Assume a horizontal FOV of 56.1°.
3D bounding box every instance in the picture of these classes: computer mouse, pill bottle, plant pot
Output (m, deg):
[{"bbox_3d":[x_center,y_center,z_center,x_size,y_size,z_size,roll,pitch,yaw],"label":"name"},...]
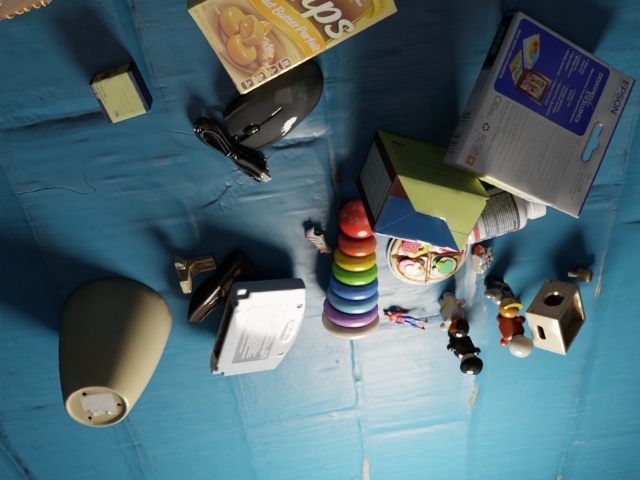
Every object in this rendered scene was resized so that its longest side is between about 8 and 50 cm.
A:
[{"bbox_3d":[-0.100,-0.240,1.172,0.188,0.072,0.272,38,112,-27],"label":"computer mouse"},{"bbox_3d":[0.399,-0.067,1.337,0.180,0.108,0.108,-17,125,5],"label":"pill bottle"},{"bbox_3d":[-0.476,0.265,1.347,0.256,0.274,0.256,-4,124,-5],"label":"plant pot"}]

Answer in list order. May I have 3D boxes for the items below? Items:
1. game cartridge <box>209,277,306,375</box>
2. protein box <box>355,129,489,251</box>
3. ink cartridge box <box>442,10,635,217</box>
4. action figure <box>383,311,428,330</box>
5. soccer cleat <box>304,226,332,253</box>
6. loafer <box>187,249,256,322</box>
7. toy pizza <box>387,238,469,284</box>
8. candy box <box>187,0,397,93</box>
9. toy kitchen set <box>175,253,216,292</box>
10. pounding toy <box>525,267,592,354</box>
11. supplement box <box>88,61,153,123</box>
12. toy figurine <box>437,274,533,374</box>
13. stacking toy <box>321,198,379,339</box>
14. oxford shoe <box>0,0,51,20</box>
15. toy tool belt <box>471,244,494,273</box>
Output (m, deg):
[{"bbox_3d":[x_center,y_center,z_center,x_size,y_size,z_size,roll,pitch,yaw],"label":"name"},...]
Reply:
[{"bbox_3d":[-0.144,0.209,1.450,0.198,0.062,0.297,-5,133,-33],"label":"game cartridge"},{"bbox_3d":[0.199,-0.103,1.227,0.200,0.201,0.136,12,122,-15],"label":"protein box"},{"bbox_3d":[0.434,-0.238,1.185,0.307,0.072,0.303,21,93,-21],"label":"ink cartridge box"},{"bbox_3d":[0.217,0.203,1.548,0.115,0.030,0.038,15,116,-11],"label":"action figure"},{"bbox_3d":[0.000,0.000,1.378,0.083,0.029,0.035,38,116,-23],"label":"soccer cleat"},{"bbox_3d":[-0.230,0.122,1.398,0.078,0.080,0.220,34,114,-26],"label":"loafer"},{"bbox_3d":[0.260,0.032,1.433,0.201,0.032,0.201,-4,125,-5],"label":"toy pizza"},{"bbox_3d":[-0.049,-0.413,1.039,0.316,0.087,0.183,-25,133,11],"label":"candy box"},{"bbox_3d":[-0.280,0.060,1.347,0.075,0.083,0.068,-11,126,0],"label":"toy kitchen set"},{"bbox_3d":[0.597,0.142,1.501,0.206,0.094,0.181,-46,127,-29],"label":"pounding toy"},{"bbox_3d":[-0.371,-0.275,1.120,0.083,0.056,0.083,-17,125,4],"label":"supplement box"},{"bbox_3d":[0.413,0.216,1.509,0.213,0.148,0.209,-19,125,6],"label":"toy figurine"},{"bbox_3d":[0.079,0.061,1.374,0.141,0.141,0.330,-1,121,-7],"label":"stacking toy"},{"bbox_3d":[-0.511,-0.405,0.973,0.133,0.130,0.363,29,116,-31],"label":"oxford shoe"},{"bbox_3d":[0.393,0.037,1.451,0.051,0.052,0.083,-29,133,-26],"label":"toy tool belt"}]
